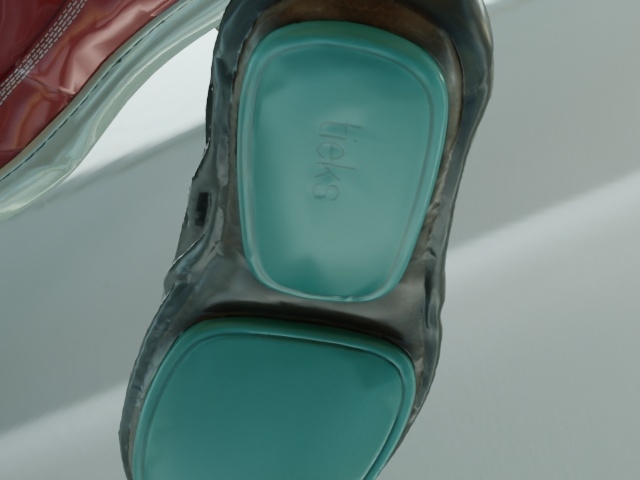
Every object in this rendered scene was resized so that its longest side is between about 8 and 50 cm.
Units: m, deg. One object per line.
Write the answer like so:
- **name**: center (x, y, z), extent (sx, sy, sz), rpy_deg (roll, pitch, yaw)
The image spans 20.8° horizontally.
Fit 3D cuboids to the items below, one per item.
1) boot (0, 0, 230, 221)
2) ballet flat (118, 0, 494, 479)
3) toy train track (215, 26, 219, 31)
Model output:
- **boot**: center (-0.142, -0.110, 0.689), extent (0.244, 0.176, 0.088), rpy_deg (-41, -134, 16)
- **ballet flat**: center (0.000, 0.000, 0.546), extent (0.095, 0.280, 0.096), rpy_deg (15, -131, -5)
- **toy train track**: center (-0.041, -0.121, 0.778), extent (0.083, 0.048, 0.014), rpy_deg (-29, -136, 21)
